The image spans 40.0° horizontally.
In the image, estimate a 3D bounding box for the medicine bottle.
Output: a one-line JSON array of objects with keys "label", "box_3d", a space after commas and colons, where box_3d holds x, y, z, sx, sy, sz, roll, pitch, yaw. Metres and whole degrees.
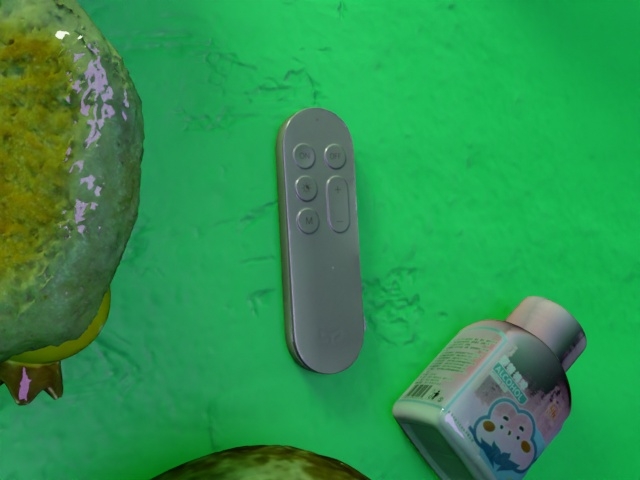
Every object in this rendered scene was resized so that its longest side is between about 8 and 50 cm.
[{"label": "medicine bottle", "box_3d": [0.175, 0.144, 0.855, 0.188, 0.094, 0.119, -43, 105, -24]}]

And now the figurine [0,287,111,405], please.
[{"label": "figurine", "box_3d": [-0.230, -0.011, 0.641, 0.185, 0.127, 0.234, 19, 110, 8]}]

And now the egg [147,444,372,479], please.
[{"label": "egg", "box_3d": [-0.058, 0.270, 0.639, 0.289, 0.238, 0.238, 3, 85, -20]}]

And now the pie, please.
[{"label": "pie", "box_3d": [-0.260, -0.062, 0.548, 0.323, 0.070, 0.323, 1, 96, 11]}]

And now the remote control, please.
[{"label": "remote control", "box_3d": [0.000, 0.000, 0.811, 0.077, 0.022, 0.245, -2, 87, -27]}]
